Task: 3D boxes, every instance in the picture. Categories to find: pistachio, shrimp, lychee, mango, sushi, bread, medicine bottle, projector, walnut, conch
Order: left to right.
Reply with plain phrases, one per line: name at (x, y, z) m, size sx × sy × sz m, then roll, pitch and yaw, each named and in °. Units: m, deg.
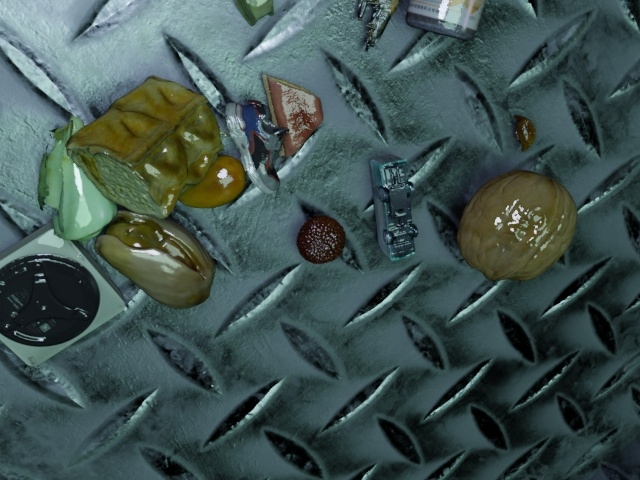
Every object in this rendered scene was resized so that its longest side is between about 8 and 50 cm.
projector at (-0.607, 0.125, 1.436) m, size 0.259 × 0.079 × 0.257 m, roll -33°, pitch 123°, yaw -4°
conch at (-0.514, -0.115, 1.340) m, size 0.137 × 0.143 × 0.251 m, roll -28°, pitch 106°, yaw -27°
bread at (-0.332, -0.182, 1.295) m, size 0.239 × 0.196 × 0.252 m, roll 55°, pitch 49°, yaw -36°
pistachio at (-0.362, 0.043, 1.465) m, size 0.288 × 0.197 × 0.166 m, roll 39°, pitch 52°, yaw -21°
mango at (-0.243, -0.126, 1.470) m, size 0.163 × 0.089 × 0.111 m, roll -36°, pitch 111°, yaw 7°
bread at (-0.056, -0.290, 1.480) m, size 0.119 × 0.067 × 0.193 m, roll -13°, pitch 117°, yaw -6°
lychee at (0.000, 0.004, 1.612) m, size 0.123 × 0.129 × 0.123 m, roll 8°, pitch 134°, yaw 9°
shrimp at (0.118, -0.509, 1.478) m, size 0.091 × 0.034 × 0.161 m, roll 20°, pitch 99°, yaw -17°
medicine bottle at (0.298, -0.591, 1.433) m, size 0.165 × 0.165 × 0.274 m, roll 5°, pitch 112°, yaw -25°
walnut at (0.518, -0.034, 1.736) m, size 0.277 × 0.252 × 0.313 m, roll 13°, pitch 113°, yaw -39°
sushi at (0.546, -0.288, 1.750) m, size 0.050 × 0.047 × 0.099 m, roll -16°, pitch 102°, yaw -28°

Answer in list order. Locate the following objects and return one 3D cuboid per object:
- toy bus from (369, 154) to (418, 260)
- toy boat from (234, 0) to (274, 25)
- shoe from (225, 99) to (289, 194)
toy bus at (0.184, -0.083, 1.655) m, size 0.091 × 0.109 × 0.262 m, roll -14°, pitch 116°, yaw -14°
toy boat at (-0.171, -0.574, 1.307) m, size 0.093 × 0.055 × 0.293 m, roll -32°, pitch 122°, yaw -9°
shoe at (-0.122, -0.217, 1.456) m, size 0.125 × 0.099 × 0.228 m, roll -22°, pitch 117°, yaw 6°
